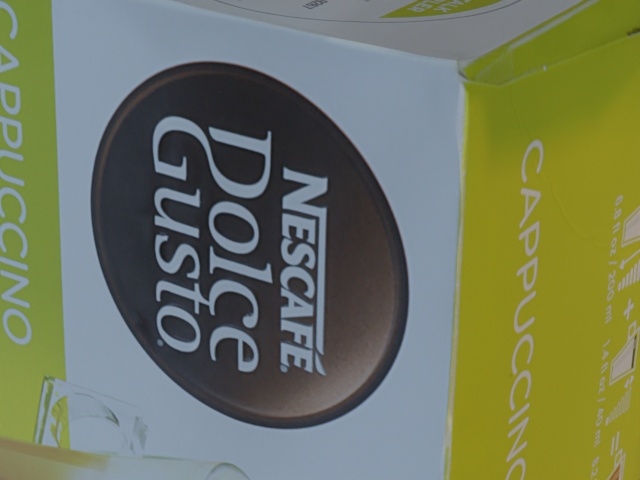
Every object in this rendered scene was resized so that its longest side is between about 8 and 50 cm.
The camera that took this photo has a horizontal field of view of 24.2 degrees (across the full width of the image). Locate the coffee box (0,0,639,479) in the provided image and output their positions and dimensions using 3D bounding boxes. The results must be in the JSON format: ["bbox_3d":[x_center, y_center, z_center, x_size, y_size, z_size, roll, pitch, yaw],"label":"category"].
[{"bbox_3d":[0.000,0.000,0.711,0.334,0.338,0.337,17,120,30],"label":"coffee box"}]
